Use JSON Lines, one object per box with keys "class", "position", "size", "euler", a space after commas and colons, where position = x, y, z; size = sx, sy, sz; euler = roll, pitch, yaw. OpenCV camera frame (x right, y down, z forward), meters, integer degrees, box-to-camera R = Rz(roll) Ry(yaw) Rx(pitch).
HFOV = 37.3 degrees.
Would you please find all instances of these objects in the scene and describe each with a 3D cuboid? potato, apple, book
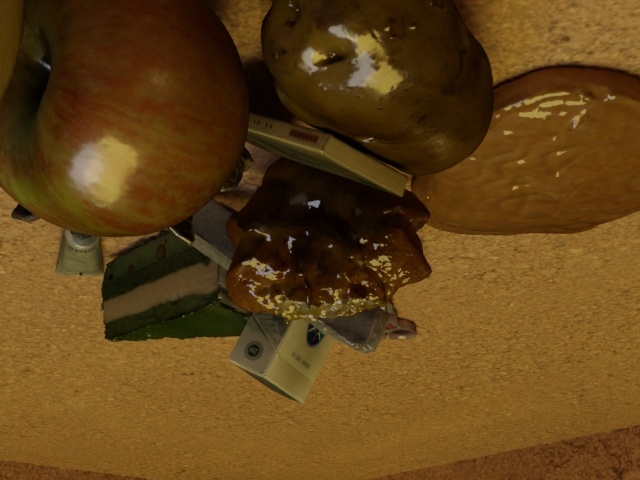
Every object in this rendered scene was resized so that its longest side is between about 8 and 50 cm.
{"class": "potato", "position": [0.068, -0.160, 0.965], "size": [0.196, 0.176, 0.369], "euler": [-33, 152, 11]}
{"class": "apple", "position": [-0.188, -0.130, 0.897], "size": [0.265, 0.264, 0.264], "euler": [-2, 156, -1]}
{"class": "book", "position": [-0.031, -0.109, 1.058], "size": [0.231, 0.026, 0.161], "euler": [21, 180, 39]}

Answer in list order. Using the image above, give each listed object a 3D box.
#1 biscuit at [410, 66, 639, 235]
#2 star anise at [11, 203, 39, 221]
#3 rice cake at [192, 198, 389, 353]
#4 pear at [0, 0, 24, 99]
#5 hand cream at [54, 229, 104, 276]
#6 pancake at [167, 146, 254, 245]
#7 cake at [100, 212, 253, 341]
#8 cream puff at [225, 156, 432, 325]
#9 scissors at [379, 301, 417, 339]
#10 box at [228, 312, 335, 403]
{"class": "biscuit", "position": [0.307, -0.092, 1.242], "size": [0.365, 0.062, 0.385], "euler": [3, 155, -13]}
{"class": "star anise", "position": [-0.271, -0.083, 1.121], "size": [0.213, 0.129, 0.283], "euler": [2, 176, 14]}
{"class": "rice cake", "position": [-0.071, 0.038, 1.298], "size": [0.365, 0.072, 0.056], "euler": [32, 159, 3]}
{"class": "pear", "position": [-0.371, -0.182, 0.703], "size": [0.309, 0.309, 0.309], "euler": [-2, 156, -1]}
{"class": "hand cream", "position": [-0.367, 0.018, 1.459], "size": [0.080, 0.050, 0.234], "euler": [4, 160, -14]}
{"class": "pancake", "position": [-0.138, -0.079, 1.091], "size": [0.020, 0.184, 0.191], "euler": [-29, 162, 36]}
{"class": "cake", "position": [-0.194, 0.080, 1.470], "size": [0.284, 0.158, 0.172], "euler": [-20, 152, 37]}
{"class": "cream puff", "position": [0.000, 0.000, 1.200], "size": [0.269, 0.241, 0.155], "euler": [-35, 158, -9]}
{"class": "scissors", "position": [0.120, 0.152, 1.804], "size": [0.118, 0.030, 0.242], "euler": [-5, 160, 6]}
{"class": "box", "position": [-0.021, 0.099, 1.409], "size": [0.069, 0.256, 0.164], "euler": [21, 166, 27]}
